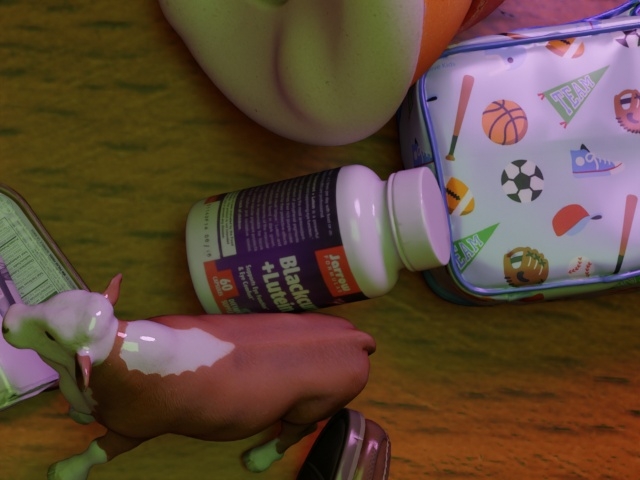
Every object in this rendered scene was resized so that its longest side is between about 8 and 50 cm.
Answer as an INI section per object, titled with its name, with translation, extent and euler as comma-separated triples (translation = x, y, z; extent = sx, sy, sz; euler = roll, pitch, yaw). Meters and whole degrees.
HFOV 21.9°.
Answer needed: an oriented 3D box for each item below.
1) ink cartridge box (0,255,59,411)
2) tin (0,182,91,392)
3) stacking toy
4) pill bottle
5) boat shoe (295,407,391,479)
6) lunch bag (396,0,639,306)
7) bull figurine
[ink cartridge box]
translation = -0.323, 0.049, 1.266
extent = 0.159, 0.092, 0.217
euler = -26, 87, 15
[tin]
translation = -0.254, 0.036, 1.336
extent = 0.106, 0.040, 0.189
euler = -36, 91, -8
[stacking toy]
translation = 0.116, -0.308, 1.341
extent = 0.480, 0.350, 0.350
euler = -25, 89, -28
[pill bottle]
translation = 0.000, 0.000, 1.312
extent = 0.194, 0.108, 0.108
euler = -12, 86, 17
[boat shoe]
translation = 0.015, 0.291, 1.327
extent = 0.104, 0.111, 0.307
euler = 16, 91, -12
[lunch bag]
translation = 0.222, -0.074, 1.398
extent = 0.303, 0.115, 0.243
euler = -8, 83, -10
[bull figurine]
translation = -0.106, 0.108, 1.248
extent = 0.310, 0.188, 0.101
euler = 5, 57, -33
